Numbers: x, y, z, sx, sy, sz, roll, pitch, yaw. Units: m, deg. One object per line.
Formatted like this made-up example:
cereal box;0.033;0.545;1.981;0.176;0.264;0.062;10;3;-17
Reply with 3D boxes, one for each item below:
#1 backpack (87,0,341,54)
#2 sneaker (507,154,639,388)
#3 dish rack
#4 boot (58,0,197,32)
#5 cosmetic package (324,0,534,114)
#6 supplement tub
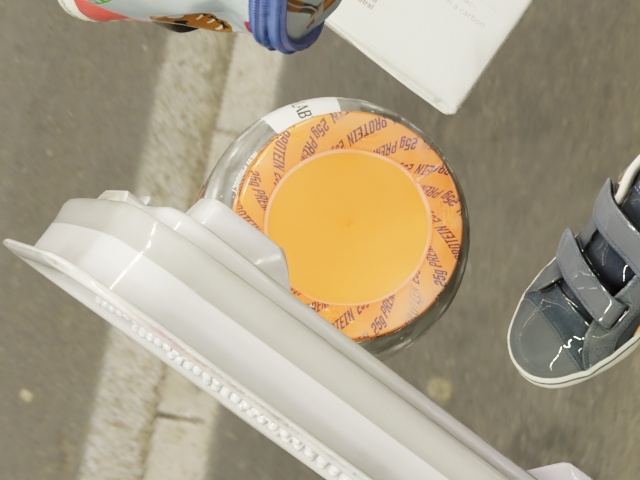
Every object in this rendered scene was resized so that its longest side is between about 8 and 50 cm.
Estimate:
backpack;-0.013;-0.186;0.548;0.213;0.276;0.263;13;34;13
sneaker;0.294;0.007;1.587;0.321;0.127;0.126;-42;59;7
dish rack;0.003;0.077;0.837;0.333;0.285;0.072;37;83;-14
boot;-0.089;-0.268;1.393;0.176;0.088;0.244;14;61;43
cosmetic package;0.131;-0.280;1.039;0.156;0.217;0.385;36;98;-2
supplement tub;0.000;0.000;1.343;0.207;0.338;0.207;1;85;-7
